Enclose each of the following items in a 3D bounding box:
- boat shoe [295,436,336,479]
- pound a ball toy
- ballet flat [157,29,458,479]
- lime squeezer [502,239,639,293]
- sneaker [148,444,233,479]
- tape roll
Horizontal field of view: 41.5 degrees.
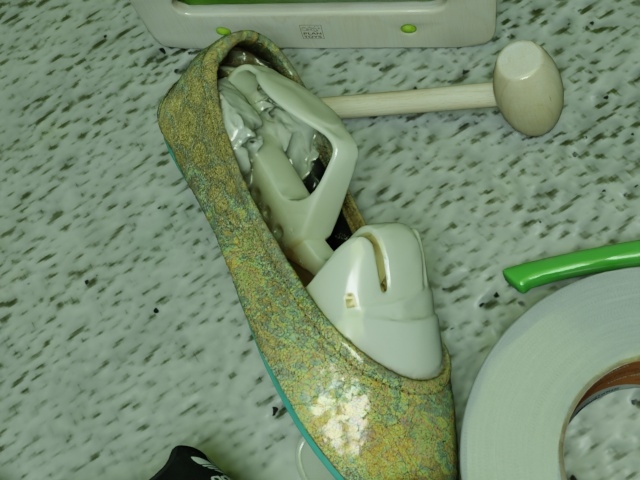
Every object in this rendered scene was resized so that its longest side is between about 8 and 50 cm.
[{"bbox_3d":[0.024,0.170,0.498,0.046,0.038,0.125,-36,62,15],"label":"boat shoe"},{"bbox_3d":[0.014,-0.194,0.605,0.319,0.135,0.208,3,67,13],"label":"pound a ball toy"},{"bbox_3d":[0.000,0.000,0.523,0.123,0.123,0.348,-29,62,-2],"label":"ballet flat"},{"bbox_3d":[0.273,-0.040,0.542,0.310,0.059,0.110,-40,35,-6],"label":"lime squeezer"},{"bbox_3d":[-0.161,0.233,0.480,0.302,0.108,0.121,-33,46,2],"label":"sneaker"},{"bbox_3d":[0.188,0.127,0.465,0.219,0.072,0.219,-4,66,9],"label":"tape roll"}]
